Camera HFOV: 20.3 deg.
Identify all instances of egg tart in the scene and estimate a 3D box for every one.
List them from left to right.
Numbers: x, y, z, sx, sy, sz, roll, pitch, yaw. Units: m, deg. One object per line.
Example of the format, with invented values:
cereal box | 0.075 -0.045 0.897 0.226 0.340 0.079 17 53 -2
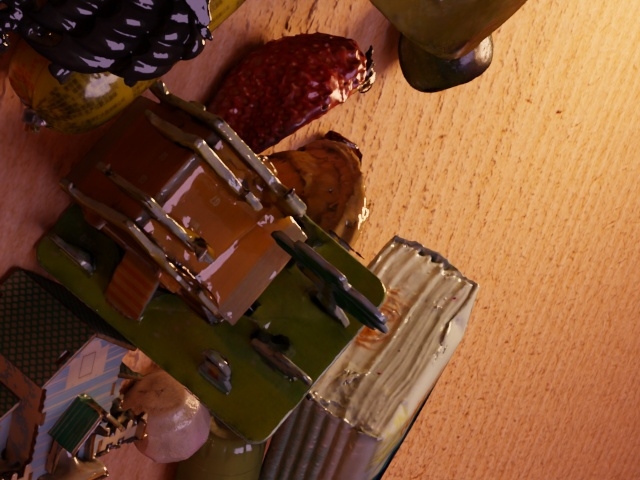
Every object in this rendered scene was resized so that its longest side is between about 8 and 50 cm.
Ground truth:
egg tart | -0.069 -0.003 2.062 0.107 0.291 0.291 36 91 -29

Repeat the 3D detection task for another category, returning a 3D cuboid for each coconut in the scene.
coconut | -0.193 0.225 2.241 0.110 0.110 0.124 -39 146 -25

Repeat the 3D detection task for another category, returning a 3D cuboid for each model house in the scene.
model house | -0.292 0.149 1.934 0.271 0.178 0.206 -18 134 -43
model house | -0.108 0.021 1.788 0.242 0.358 0.313 -48 175 -6

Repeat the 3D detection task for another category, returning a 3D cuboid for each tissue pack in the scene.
tissue pack | 0.053 0.210 2.389 0.287 0.162 0.388 -55 172 -31

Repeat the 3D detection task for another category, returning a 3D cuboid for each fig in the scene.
fig | 0.148 -0.265 2.223 0.123 0.123 0.156 -28 104 -39

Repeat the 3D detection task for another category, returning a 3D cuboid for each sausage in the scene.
sausage | -0.169 -0.230 1.746 0.347 0.123 0.123 -45 150 -18

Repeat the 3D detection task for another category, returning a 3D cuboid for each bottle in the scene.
bottle | -0.143 0.334 2.415 0.112 0.112 0.260 -26 142 -40

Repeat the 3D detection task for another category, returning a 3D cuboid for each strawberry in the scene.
strawberry | -0.051 -0.169 2.027 0.236 0.106 0.175 -33 -177 -30

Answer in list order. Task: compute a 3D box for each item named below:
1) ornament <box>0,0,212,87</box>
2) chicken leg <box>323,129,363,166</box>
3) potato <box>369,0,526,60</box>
ornament | -0.207 -0.243 1.618 0.251 0.106 0.260 39 87 -25
chicken leg | 0.000 0.000 2.283 0.113 0.093 0.304 -61 167 -60
potato | 0.202 -0.364 1.979 0.280 0.212 0.330 -39 159 26
